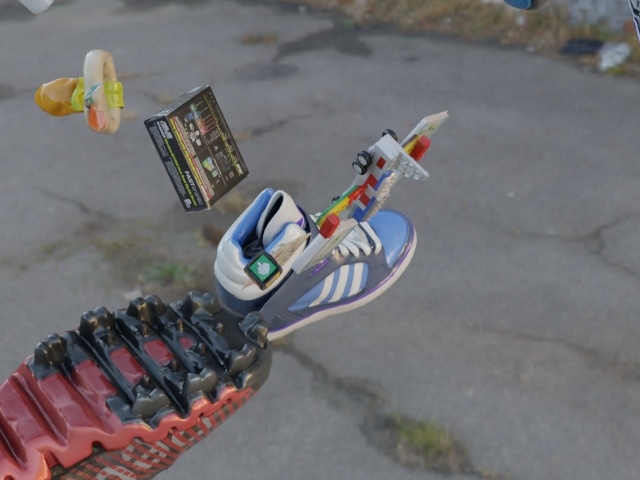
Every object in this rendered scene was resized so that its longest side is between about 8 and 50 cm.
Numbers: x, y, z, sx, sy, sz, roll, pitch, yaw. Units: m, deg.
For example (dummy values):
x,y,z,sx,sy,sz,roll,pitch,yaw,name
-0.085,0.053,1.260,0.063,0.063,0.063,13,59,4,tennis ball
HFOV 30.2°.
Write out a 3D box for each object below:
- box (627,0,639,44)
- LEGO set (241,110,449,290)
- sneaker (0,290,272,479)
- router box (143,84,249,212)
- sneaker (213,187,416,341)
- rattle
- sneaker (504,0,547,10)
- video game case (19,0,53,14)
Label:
x,y,z,sx,sy,sz,roll,pitch,yaw,name
0.286,-0.067,0.666,0.108,0.207,0.153,-32,46,34,box
0.028,-0.018,0.954,0.060,0.182,0.244,45,21,8,LEGO set
-0.149,0.129,0.692,0.276,0.135,0.097,-27,47,-20,sneaker
-0.142,-0.106,1.377,0.038,0.122,0.092,-10,22,36,router box
-0.001,0.000,1.660,0.322,0.236,0.130,-28,58,-16,sneaker
-0.359,-0.202,1.702,0.142,0.130,0.200,9,29,-3,rattle
0.193,-0.412,1.199,0.139,0.341,0.125,-28,19,-16,sneaker
-0.293,-0.337,1.056,0.026,0.206,0.227,-28,35,33,video game case
